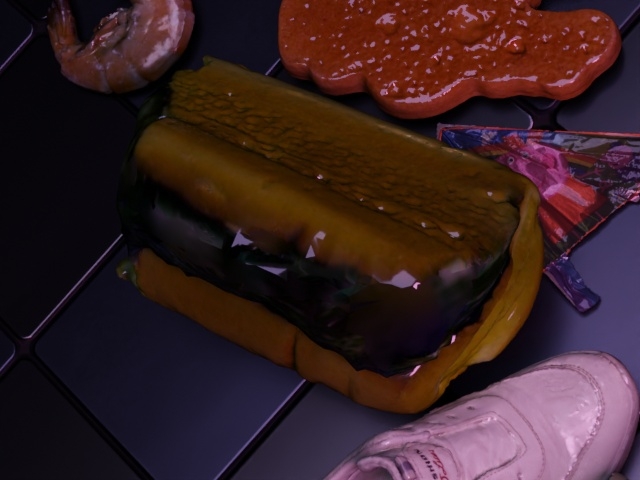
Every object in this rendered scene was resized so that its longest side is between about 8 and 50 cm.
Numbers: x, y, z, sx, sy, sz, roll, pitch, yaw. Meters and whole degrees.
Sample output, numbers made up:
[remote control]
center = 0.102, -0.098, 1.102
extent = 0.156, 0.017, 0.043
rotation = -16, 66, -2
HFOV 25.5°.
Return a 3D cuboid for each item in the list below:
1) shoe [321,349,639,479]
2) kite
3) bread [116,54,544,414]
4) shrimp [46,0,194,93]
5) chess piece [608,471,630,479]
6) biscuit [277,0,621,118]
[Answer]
[shoe]
center = 0.108, 0.199, 1.142
extent = 0.342, 0.210, 0.132
rotation = -36, 66, 4
[kite]
center = 0.184, -0.031, 1.298
extent = 0.321, 0.016, 0.234
rotation = -40, 65, 2
[bread]
center = 0.000, 0.000, 1.224
extent = 0.376, 0.208, 0.251
rotation = 21, 41, 25
[shrimp]
center = -0.224, -0.291, 1.489
extent = 0.169, 0.058, 0.296
rotation = -17, 73, 15
[chess piece]
center = 0.321, 0.291, 1.095
extent = 0.251, 0.144, 0.144
rotation = 20, 81, 16
[biscuit]
center = 0.121, -0.215, 1.356
extent = 0.333, 0.047, 0.202
rotation = -6, 70, 14
